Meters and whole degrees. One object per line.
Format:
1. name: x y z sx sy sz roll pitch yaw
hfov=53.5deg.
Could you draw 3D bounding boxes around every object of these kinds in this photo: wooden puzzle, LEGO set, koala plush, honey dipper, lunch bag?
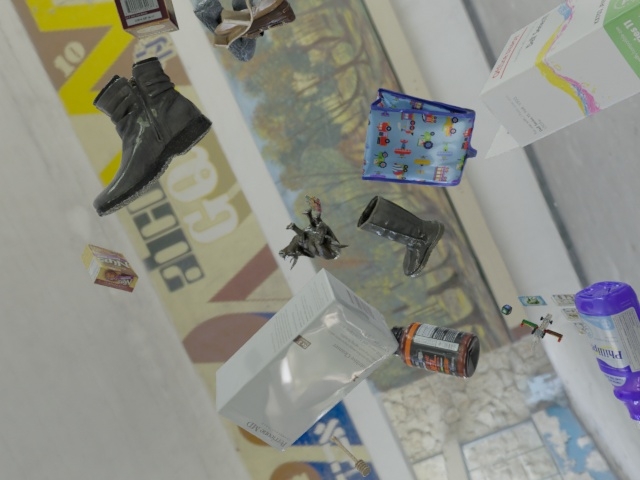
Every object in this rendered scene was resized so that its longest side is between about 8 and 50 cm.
1. wooden puzzle: -0.019 -0.102 1.779 0.049 0.006 0.083 29 158 21
2. LEGO set: 0.640 0.224 1.785 0.182 0.244 0.060 -106 17 -57
3. koala plush: -0.216 -0.659 1.843 0.203 0.221 0.196 45 -174 -12
4. honey dipper: 0.080 0.596 1.776 0.161 0.030 0.030 34 162 47
5. lunch bag: 0.274 -0.261 1.706 0.138 0.293 0.220 -65 -16 -53

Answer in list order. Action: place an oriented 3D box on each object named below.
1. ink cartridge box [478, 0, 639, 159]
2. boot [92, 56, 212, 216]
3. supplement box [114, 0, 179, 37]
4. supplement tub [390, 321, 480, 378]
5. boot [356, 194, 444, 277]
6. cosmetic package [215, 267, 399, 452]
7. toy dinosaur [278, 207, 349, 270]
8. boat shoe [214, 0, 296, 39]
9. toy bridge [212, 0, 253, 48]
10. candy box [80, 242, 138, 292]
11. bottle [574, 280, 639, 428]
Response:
1. ink cartridge box: 0.386 -0.281 0.985 0.119 0.353 0.207 45 -128 -16
2. boot: -0.431 -0.232 1.423 0.222 0.338 0.118 46 168 -9
3. supplement box: -0.386 -0.510 1.421 0.188 0.104 0.080 -114 10 -77
4. supplement tub: 0.254 0.246 1.448 0.106 0.198 0.106 -16 -71 -55
5. boot: 0.187 -0.007 1.601 0.209 0.189 0.076 13 -156 -26
6. cosmetic package: -0.041 0.279 1.466 0.217 0.385 0.156 38 -167 -24
7. toy dinosaur: 0.000 0.000 1.885 0.121 0.314 0.160 -52 -54 -32
8. boat shoe: -0.156 -0.514 1.512 0.073 0.207 0.073 48 -136 -41
9. toy bridge: -0.174 -0.465 1.322 0.188 0.063 0.026 136 128 -59
10. candy box: -0.576 0.073 1.730 0.109 0.053 0.187 20 -171 -36
11. bottle: 0.581 0.219 1.207 0.282 0.092 0.118 67 168 -6
